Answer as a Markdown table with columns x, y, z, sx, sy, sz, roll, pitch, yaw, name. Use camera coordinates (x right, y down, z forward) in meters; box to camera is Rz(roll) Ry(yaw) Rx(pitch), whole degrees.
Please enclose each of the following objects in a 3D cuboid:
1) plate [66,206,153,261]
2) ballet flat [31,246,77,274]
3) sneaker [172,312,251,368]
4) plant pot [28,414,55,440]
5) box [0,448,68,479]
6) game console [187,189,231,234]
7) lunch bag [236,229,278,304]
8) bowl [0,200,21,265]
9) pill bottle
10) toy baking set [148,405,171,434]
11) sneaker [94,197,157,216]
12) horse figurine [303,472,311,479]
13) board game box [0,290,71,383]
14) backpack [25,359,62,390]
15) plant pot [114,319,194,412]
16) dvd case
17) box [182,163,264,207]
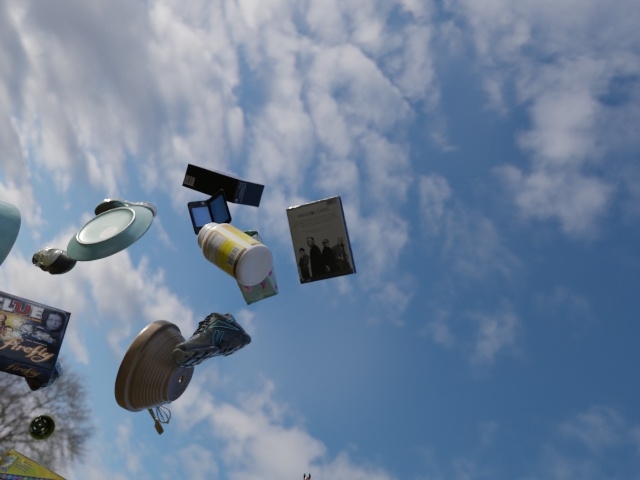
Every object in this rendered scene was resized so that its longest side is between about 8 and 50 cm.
| x | y | z | sx | sy | sz | roll | pitch | yaw | name |
| --- | --- | --- | --- | --- | --- | --- | --- | --- | --- |
| -0.440 | -0.023 | 1.237 | 0.188 | 0.188 | 0.024 | 22 | -40 | 44 | plate |
| -0.709 | 0.051 | 1.569 | 0.203 | 0.074 | 0.074 | -2 | -72 | 49 | ballet flat |
| -0.279 | 0.241 | 1.466 | 0.101 | 0.267 | 0.106 | -32 | -103 | 21 | sneaker |
| -0.949 | 0.629 | 2.027 | 0.079 | 0.083 | 0.083 | -14 | -82 | 59 | plant pot |
| -0.707 | 0.681 | 1.318 | 0.177 | 0.279 | 0.289 | 25 | -51 | 9 | box |
| -0.347 | -0.088 | 1.858 | 0.071 | 0.107 | 0.122 | -57 | -134 | 54 | game console |
| -0.267 | 0.095 | 2.332 | 0.262 | 0.160 | 0.223 | -109 | 178 | -71 | lunch bag |
| -0.965 | -0.011 | 1.565 | 0.312 | 0.311 | 0.163 | 28 | -15 | 41 | bowl |
| -0.235 | 0.029 | 1.597 | 0.215 | 0.117 | 0.117 | 29 | -50 | 38 | pill bottle |
| -0.590 | 0.552 | 2.130 | 0.197 | 0.030 | 0.256 | 21 | -79 | 34 | toy baking set |
| -0.541 | -0.076 | 1.653 | 0.076 | 0.167 | 0.064 | -108 | -161 | -62 | sneaker |
| -0.021 | 0.818 | 1.680 | 0.174 | 0.066 | 0.263 | -89 | 160 | -70 | horse figurine |
| -0.619 | 0.167 | 1.137 | 0.042 | 0.243 | 0.165 | -56 | -154 | 26 | board game box |
| -0.897 | 0.428 | 1.934 | 0.114 | 0.084 | 0.105 | -42 | -111 | 24 | backpack |
| -0.391 | 0.326 | 1.484 | 0.110 | 0.237 | 0.237 | 19 | -53 | 17 | plant pot |
| 0.000 | 0.000 | 1.810 | 0.180 | 0.030 | 0.238 | -12 | -94 | 21 | dvd case |
| -0.385 | -0.219 | 2.378 | 0.261 | 0.184 | 0.103 | 19 | -86 | 25 | box |
